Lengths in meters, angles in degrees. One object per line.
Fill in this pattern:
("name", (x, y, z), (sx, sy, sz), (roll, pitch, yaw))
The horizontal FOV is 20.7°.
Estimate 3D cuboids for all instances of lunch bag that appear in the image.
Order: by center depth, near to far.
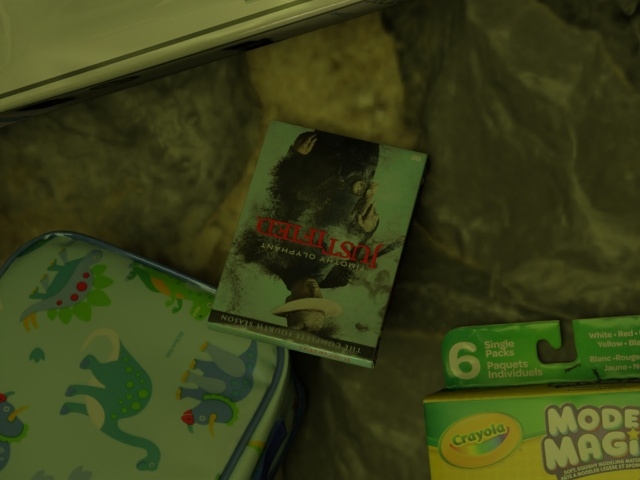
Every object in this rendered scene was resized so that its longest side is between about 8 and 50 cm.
("lunch bag", (-0.116, 0.118, 0.892), (0.176, 0.090, 0.219), (20, 67, 15))

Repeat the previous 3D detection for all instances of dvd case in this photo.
("dvd case", (0.000, 0.000, 0.890), (0.087, 0.013, 0.119), (14, 67, 7))

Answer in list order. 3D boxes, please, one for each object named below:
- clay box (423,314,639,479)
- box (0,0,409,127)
("clay box", (0.124, 0.152, 0.879), (0.127, 0.053, 0.222), (-6, 94, 18))
("box", (-0.087, -0.169, 0.904), (0.290, 0.087, 0.169), (-16, 89, 19))
